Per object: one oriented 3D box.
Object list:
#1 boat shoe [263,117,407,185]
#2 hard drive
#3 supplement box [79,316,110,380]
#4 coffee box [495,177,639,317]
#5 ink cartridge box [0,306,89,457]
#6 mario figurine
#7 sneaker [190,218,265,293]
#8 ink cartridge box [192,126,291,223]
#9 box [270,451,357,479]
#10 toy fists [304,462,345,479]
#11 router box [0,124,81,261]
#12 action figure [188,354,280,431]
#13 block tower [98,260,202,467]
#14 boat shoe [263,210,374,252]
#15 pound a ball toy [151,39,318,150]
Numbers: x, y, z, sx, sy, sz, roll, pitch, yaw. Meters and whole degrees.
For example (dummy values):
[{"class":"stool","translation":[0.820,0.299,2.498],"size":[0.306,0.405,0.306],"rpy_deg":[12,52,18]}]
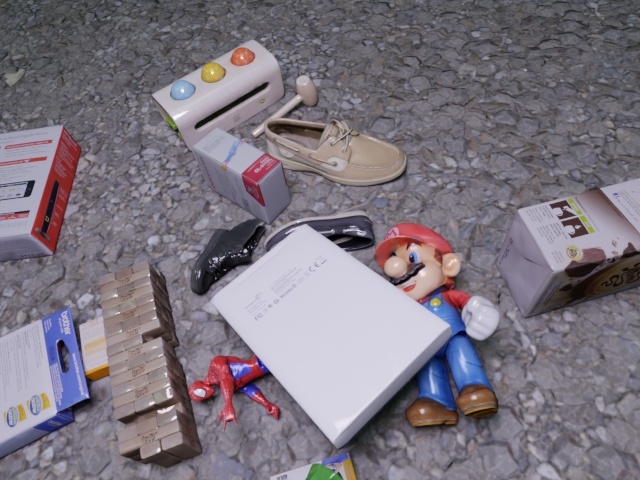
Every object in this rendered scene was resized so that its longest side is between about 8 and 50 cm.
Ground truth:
[{"class":"boat shoe","translation":[0.026,-0.192,0.962],"size":[0.303,0.098,0.109],"rpy_deg":[13,60,15]},{"class":"hard drive","translation":[-0.001,0.114,0.694],"size":[0.210,0.040,0.319],"rpy_deg":[-40,47,-16]},{"class":"supplement box","translation":[-0.376,0.183,0.811],"size":[0.062,0.036,0.098],"rpy_deg":[-21,58,-6]},{"class":"coffee box","translation":[0.458,0.004,0.741],"size":[0.298,0.168,0.118],"rpy_deg":[-15,57,-2]},{"class":"ink cartridge box","translation":[-0.535,0.259,0.769],"size":[0.311,0.065,0.185],"rpy_deg":[-27,58,-7]},{"class":"mario figurine","translation":[0.147,0.110,0.716],"size":[0.198,0.170,0.320],"rpy_deg":[-12,59,2]},{"class":"sneaker","translation":[-0.171,0.029,0.874],"size":[0.089,0.051,0.170],"rpy_deg":[8,56,17]},{"class":"ink cartridge box","translation":[-0.154,-0.130,0.927],"size":[0.175,0.127,0.072],"rpy_deg":[32,65,24]},{"class":"box","translation":[-0.014,0.349,0.642],"size":[0.136,0.028,0.081],"rpy_deg":[-15,22,-4]},{"class":"toy fists","translation":[0.041,0.400,0.534],"size":[0.279,0.096,0.142],"rpy_deg":[45,55,-3]},{"class":"router box","translation":[-0.721,-0.094,1.005],"size":[0.336,0.082,0.300],"rpy_deg":[-7,57,3]},{"class":"action figure","translation":[-0.063,0.211,0.718],"size":[0.281,0.091,0.139],"rpy_deg":[-19,48,-5]},{"class":"block tower","translation":[-0.284,0.188,0.763],"size":[0.091,0.097,0.335],"rpy_deg":[-21,56,-7]},{"class":"boat shoe","translation":[0.000,0.000,0.858],"size":[0.206,0.075,0.064],"rpy_deg":[-14,54,-7]},{"class":"pound a ball toy","translation":[-0.190,-0.334,1.059],"size":[0.319,0.135,0.208],"rpy_deg":[-36,60,-14]}]
